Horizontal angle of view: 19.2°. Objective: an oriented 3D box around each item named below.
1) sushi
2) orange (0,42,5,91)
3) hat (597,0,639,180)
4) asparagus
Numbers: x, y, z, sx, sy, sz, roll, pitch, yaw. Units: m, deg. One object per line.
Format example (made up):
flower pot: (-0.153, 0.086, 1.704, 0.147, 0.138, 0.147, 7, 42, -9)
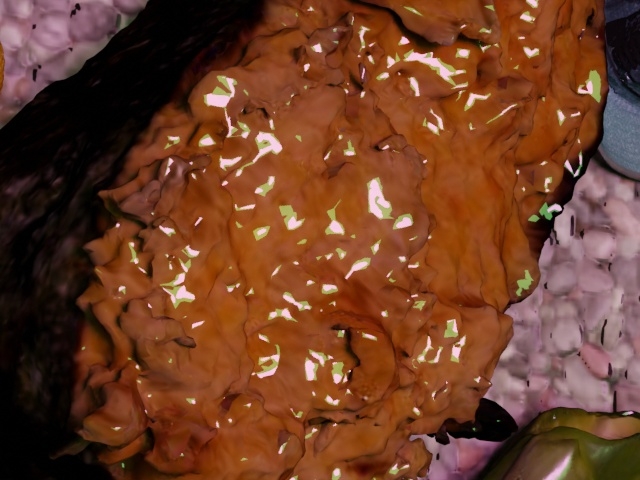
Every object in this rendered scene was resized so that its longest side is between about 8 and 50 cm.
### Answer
sushi: (0.000, 0.000, 0.774, 0.234, 0.207, 0.348, 53, 56, -21)
orange: (-0.176, -0.067, 0.769, 0.095, 0.085, 0.085, -38, 102, -3)
hat: (0.190, -0.127, 0.959, 0.138, 0.078, 0.191, 2, 84, -28)
asparagus: (0.059, 0.158, 0.868, 0.287, 0.080, 0.080, -45, 104, -22)
